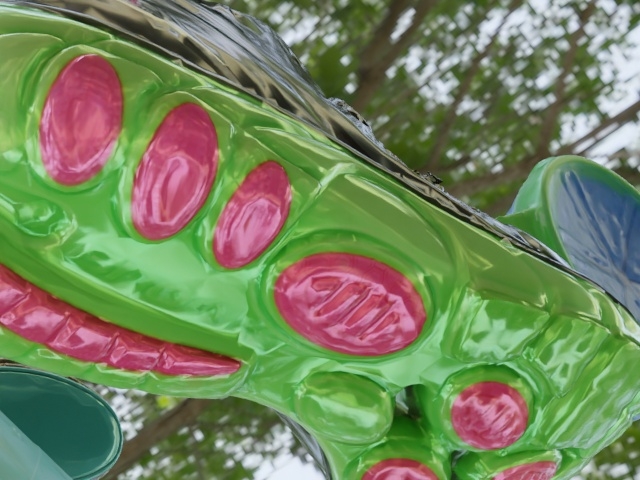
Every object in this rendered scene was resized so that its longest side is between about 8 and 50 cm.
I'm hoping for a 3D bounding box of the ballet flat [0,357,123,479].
[{"bbox_3d":[-0.318,0.159,1.201,0.348,0.123,0.123,8,-120,-53],"label":"ballet flat"}]

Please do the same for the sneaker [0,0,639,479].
[{"bbox_3d":[0.000,0.000,0.682,0.483,0.185,0.202,37,-158,-44],"label":"sneaker"}]

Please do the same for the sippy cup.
[{"bbox_3d":[0.192,0.082,1.261,0.305,0.224,0.240,43,-148,-12],"label":"sippy cup"}]

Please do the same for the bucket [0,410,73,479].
[{"bbox_3d":[-0.190,0.225,0.715,0.183,0.281,0.281,43,-134,-11],"label":"bucket"}]
